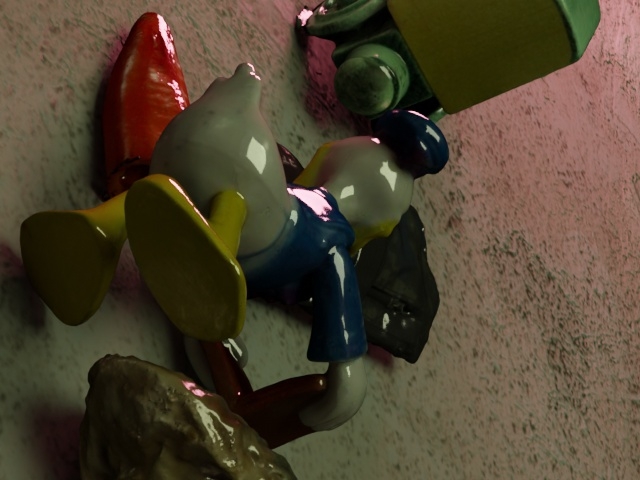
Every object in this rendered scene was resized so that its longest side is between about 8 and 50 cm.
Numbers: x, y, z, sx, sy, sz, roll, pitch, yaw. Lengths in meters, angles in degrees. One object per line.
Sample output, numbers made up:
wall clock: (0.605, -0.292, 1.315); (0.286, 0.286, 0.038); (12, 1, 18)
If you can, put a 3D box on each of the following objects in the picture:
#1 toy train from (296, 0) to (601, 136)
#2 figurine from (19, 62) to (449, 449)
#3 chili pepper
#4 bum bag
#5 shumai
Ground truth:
toy train: (0.148, -0.237, 1.624); (0.160, 0.253, 0.397); (58, 32, -17)
figurine: (-0.007, 0.011, 1.208); (0.338, 0.204, 0.284); (-35, 128, -39)
chili pepper: (-0.120, -0.103, 1.288); (0.088, 0.065, 0.169); (24, 45, -38)
bum bag: (0.000, 0.000, 1.401); (0.310, 0.074, 0.137); (26, 59, -48)
shumai: (-0.093, 0.177, 1.081); (0.153, 0.161, 0.209); (-60, 147, -29)
